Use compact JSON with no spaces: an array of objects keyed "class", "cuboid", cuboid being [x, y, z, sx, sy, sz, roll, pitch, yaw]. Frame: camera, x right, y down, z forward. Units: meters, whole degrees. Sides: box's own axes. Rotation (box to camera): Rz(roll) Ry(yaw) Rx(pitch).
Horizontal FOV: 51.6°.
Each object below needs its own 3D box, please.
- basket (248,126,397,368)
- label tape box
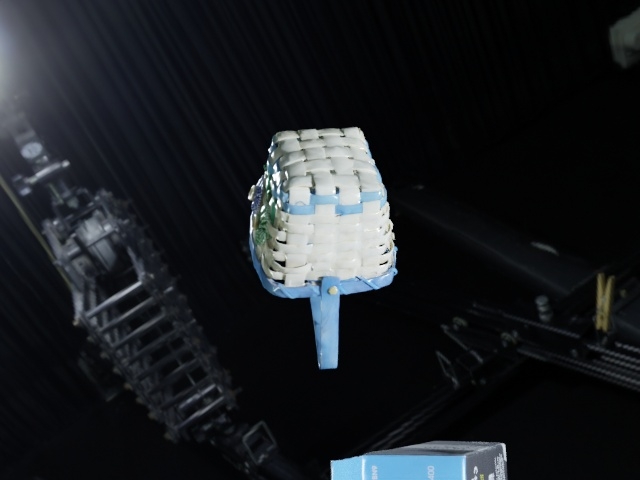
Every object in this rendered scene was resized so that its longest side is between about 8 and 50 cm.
[{"class":"basket","cuboid":[0.000,0.000,0.944,0.201,0.289,0.255,-7,-146,-4]},{"class":"label tape box","cuboid":[0.123,0.348,0.708,0.105,0.333,0.241,-5,-104,25]}]
